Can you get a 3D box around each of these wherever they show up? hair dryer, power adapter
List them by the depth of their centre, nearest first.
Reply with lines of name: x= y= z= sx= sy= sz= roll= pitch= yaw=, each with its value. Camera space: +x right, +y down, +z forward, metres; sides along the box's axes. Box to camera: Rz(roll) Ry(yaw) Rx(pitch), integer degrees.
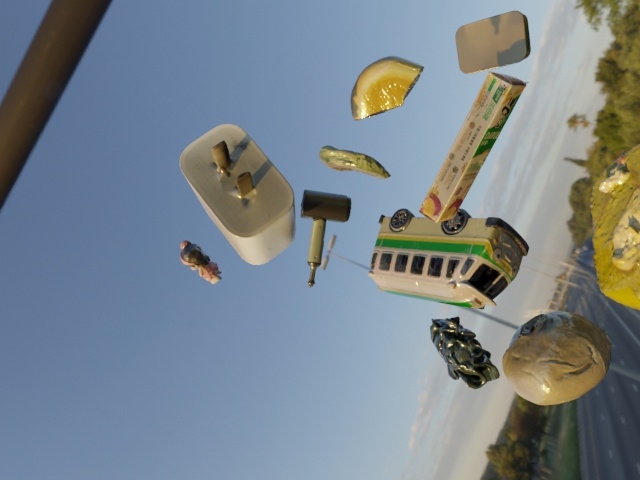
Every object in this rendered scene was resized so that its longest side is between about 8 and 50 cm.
power adapter: x=-0.131 y=-0.077 z=0.795 sx=0.124 sy=0.187 sz=0.255 roll=-38 pitch=-11 yaw=-10
hair dryer: x=0.000 y=0.000 z=0.979 sx=0.057 sy=0.100 sz=0.198 roll=-177 pitch=96 yaw=-84

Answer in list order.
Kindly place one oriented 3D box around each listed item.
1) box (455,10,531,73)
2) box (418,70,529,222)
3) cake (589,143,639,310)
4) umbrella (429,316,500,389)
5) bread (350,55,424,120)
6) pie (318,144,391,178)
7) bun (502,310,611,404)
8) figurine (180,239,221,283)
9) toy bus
box: x=0.522 y=-0.594 z=1.456 sx=0.090 sy=0.200 sz=0.145 roll=-32 pitch=-67 yaw=-49
box: x=0.197 y=-0.118 z=0.640 sx=0.049 sy=0.041 sz=0.207 roll=-11 pitch=-46 yaw=-42
cake: x=0.535 y=-0.021 z=0.750 sx=0.179 sy=0.156 sz=0.261 roll=112 pitch=166 yaw=-66
umbrella: x=0.301 y=0.234 z=1.070 sx=0.349 sy=0.094 sz=0.143 roll=47 pitch=-156 yaw=-77
bread: x=0.205 y=-0.495 z=1.530 sx=0.156 sy=0.260 sz=0.158 roll=69 pitch=-156 yaw=-18
pie: x=0.128 y=-0.290 z=1.794 sx=0.277 sy=0.276 sz=0.079 roll=4 pitch=-79 yaw=-63
bun: x=0.394 y=0.188 z=0.829 sx=0.173 sy=0.113 sz=0.166 roll=-41 pitch=5 yaw=-21
figurine: x=-0.296 y=0.052 z=1.209 sx=0.129 sy=0.054 sz=0.072 roll=44 pitch=-157 yaw=-37
toy bus: x=0.253 y=0.041 z=1.019 sx=0.143 sy=0.305 sz=0.179 roll=34 pitch=-109 yaw=-36
